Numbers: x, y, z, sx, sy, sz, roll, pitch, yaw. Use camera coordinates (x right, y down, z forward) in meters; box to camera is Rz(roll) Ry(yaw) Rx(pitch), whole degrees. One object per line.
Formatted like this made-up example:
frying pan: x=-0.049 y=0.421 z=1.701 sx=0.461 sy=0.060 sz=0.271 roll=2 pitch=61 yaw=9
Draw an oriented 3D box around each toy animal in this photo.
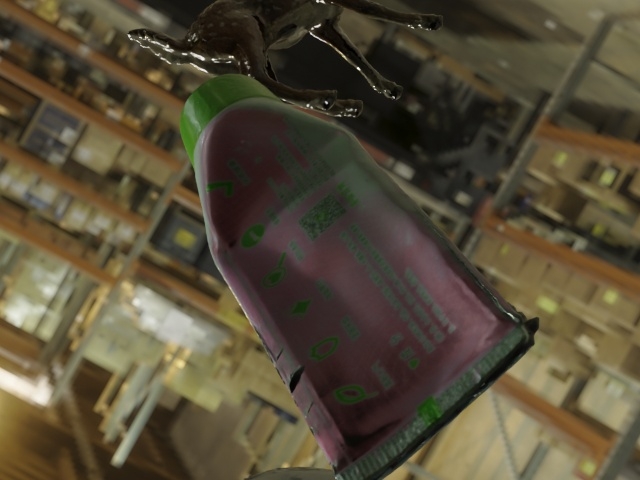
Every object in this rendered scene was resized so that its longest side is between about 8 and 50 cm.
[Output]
toy animal: x=-0.032 y=-0.201 z=1.215 sx=0.260 sy=0.087 sz=0.243 roll=35 pitch=-141 yaw=25

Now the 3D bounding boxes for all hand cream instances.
hand cream: x=-0.001 y=-0.001 z=0.611 sx=0.050 sy=0.079 sz=0.275 roll=17 pitch=-161 yaw=-28

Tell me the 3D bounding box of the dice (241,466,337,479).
dice: x=0.006 y=0.230 z=0.652 sx=0.194 sy=0.193 sz=0.192 roll=16 pitch=136 yaw=18
